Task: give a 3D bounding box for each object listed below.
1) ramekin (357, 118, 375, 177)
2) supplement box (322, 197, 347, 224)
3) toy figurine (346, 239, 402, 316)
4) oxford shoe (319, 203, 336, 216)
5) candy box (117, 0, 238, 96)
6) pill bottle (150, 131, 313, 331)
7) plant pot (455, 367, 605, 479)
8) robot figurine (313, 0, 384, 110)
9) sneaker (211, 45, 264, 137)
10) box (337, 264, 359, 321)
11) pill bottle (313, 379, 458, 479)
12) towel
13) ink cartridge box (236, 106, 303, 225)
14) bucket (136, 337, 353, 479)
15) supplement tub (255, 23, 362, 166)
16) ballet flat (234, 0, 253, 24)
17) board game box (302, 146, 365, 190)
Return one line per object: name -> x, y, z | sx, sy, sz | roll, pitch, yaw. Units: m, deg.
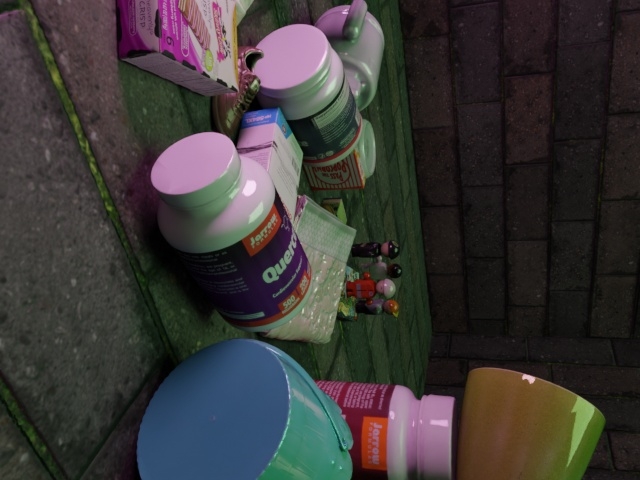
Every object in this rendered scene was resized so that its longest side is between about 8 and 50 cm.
ramekin -> 0.101, -0.280, 1.735 | 0.207, 0.109, 0.207 | 0, 90, -72
supplement box -> 0.036, -0.065, 1.606 | 0.083, 0.056, 0.083 | -74, 155, -43
toy figurine -> 0.180, 0.120, 1.744 | 0.209, 0.148, 0.213 | 63, 30, -52
oxford shoe -> 0.000, 0.000, 1.473 | 0.076, 0.076, 0.212 | 31, 61, -62
candy box -> -0.207, -0.325, 0.855 | 0.233, 0.071, 0.159 | -6, 94, -72
pill bottle -> -0.134, -0.006, 0.885 | 0.323, 0.181, 0.181 | 68, 27, -48
plant pot -> 0.378, 0.446, 1.103 | 0.293, 0.274, 0.275 | -62, 151, -24
robot figurine -> 0.059, -0.471, 1.469 | 0.300, 0.199, 0.353 | 116, -12, -55
sneaker -> -0.149, -0.279, 1.030 | 0.066, 0.071, 0.188 | 46, 45, -64
box -> 0.066, 0.158, 1.704 | 0.233, 0.044, 0.159 | 34, 57, -68
pill bottle -> 0.086, 0.416, 1.195 | 0.224, 0.392, 0.224 | -1, 90, -72
towel -> -0.019, 0.083, 1.325 | 0.332, 0.053, 0.317 | 28, 74, -62
ink cartridge box -> -0.105, -0.136, 1.113 | 0.148, 0.086, 0.203 | 61, 30, -53
bucket -> -0.111, 0.289, 0.812 | 0.183, 0.281, 0.281 | 57, 35, -44
supplement tub -> -0.026, -0.303, 1.214 | 0.272, 0.191, 0.191 | 56, 37, -59
ballet flat -> -0.151, -0.483, 1.020 | 0.086, 0.086, 0.248 | 37, 55, -68
board game box -> 0.026, -0.213, 1.441 | 0.193, 0.146, 0.045 | 68, 27, -46
